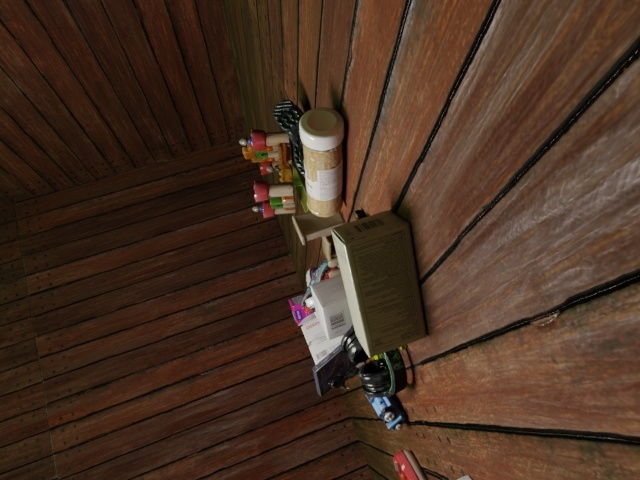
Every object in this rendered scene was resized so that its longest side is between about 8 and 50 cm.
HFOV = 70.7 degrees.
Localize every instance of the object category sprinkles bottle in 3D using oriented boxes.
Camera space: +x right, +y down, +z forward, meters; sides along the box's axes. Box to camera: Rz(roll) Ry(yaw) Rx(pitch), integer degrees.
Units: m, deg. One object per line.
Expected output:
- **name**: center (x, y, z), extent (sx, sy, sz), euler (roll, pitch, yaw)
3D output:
- **sprinkles bottle**: center (0.009, -0.216, 1.326), extent (0.356, 0.121, 0.121), euler (86, 163, -57)

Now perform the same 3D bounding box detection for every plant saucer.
- **plant saucer**: center (-0.066, -0.222, 1.949), extent (0.188, 0.045, 0.189), euler (92, 158, -63)

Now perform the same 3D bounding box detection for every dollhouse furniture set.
- **dollhouse furniture set**: center (0.000, 0.000, 1.645), extent (0.242, 0.160, 0.212), euler (85, 163, -53)

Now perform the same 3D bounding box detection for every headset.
- **headset**: center (0.140, 0.403, 1.465), extent (0.244, 0.185, 0.394), euler (62, 159, 18)

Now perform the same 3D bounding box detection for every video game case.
- **video game case**: center (0.089, 0.430, 1.639), extent (0.026, 0.274, 0.196), euler (38, 151, 35)

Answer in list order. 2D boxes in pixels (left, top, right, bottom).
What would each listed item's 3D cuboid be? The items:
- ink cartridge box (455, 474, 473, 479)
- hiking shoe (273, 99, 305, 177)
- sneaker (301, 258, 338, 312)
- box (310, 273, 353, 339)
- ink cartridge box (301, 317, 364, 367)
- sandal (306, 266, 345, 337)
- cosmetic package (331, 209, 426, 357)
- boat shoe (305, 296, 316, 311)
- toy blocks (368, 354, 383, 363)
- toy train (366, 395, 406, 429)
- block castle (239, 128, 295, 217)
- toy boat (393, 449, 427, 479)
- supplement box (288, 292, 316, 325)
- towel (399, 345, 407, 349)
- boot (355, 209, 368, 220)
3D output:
- **ink cartridge box**: center (0.373, 0.639, 1.074), extent (0.122, 0.052, 0.089), euler (-169, 61, -80)
- **hiking shoe**: center (-0.044, -0.338, 1.541), extent (0.304, 0.113, 0.132), euler (66, -159, -2)
- **sneaker**: center (0.002, 0.194, 1.952), extent (0.262, 0.104, 0.125), euler (-58, 19, 15)
- **box**: center (0.077, 0.222, 1.571), extent (0.119, 0.181, 0.181), euler (-122, 16, -47)
- **ink cartridge box**: center (0.055, 0.472, 2.048), extent (0.273, 0.196, 0.114), euler (63, -179, 42)
- **sandal**: center (0.036, 0.257, 2.038), extent (0.102, 0.169, 0.416), euler (-60, 40, 31)
- **cosmetic package**: center (0.142, 0.103, 1.071), extent (0.113, 0.160, 0.310), euler (-126, 22, -64)
- **boat shoe**: center (0.053, 0.265, 1.765), extent (0.335, 0.121, 0.119), euler (19, -132, -63)
- **toy blocks**: center (0.212, 0.453, 1.619), extent (0.123, 0.054, 0.148), euler (124, 125, -75)
- **toy train**: center (0.231, 0.594, 1.615), extent (0.105, 0.080, 0.184), euler (44, -175, -28)
- **block castle**: center (-0.225, -0.282, 1.965), extent (0.453, 0.212, 0.303), euler (107, 160, -83)
- **toy boat**: center (0.302, 0.883, 1.611), extent (0.231, 0.151, 0.151), euler (-125, 19, -60)
- **supplement box**: center (-0.033, 0.320, 2.230), extent (0.114, 0.219, 0.111), euler (-140, 32, -72)
- **towel**: center (0.203, 0.245, 1.395), extent (0.237, 0.021, 0.102), euler (-141, 37, -73)
- **boot**: center (0.125, -0.017, 1.290), extent (0.106, 0.037, 0.114), euler (-99, 0, -60)
